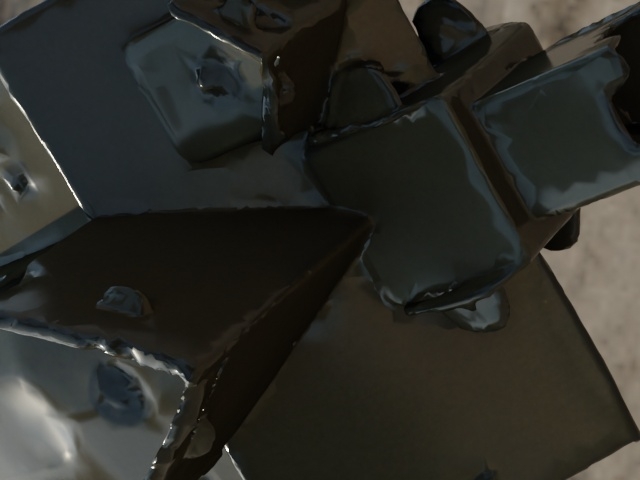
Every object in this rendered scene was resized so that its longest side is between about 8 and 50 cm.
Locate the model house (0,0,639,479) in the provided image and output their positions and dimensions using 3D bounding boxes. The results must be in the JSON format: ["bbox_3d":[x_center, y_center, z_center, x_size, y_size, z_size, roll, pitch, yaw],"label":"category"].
[{"bbox_3d":[0.000,0.000,0.603,0.243,0.211,0.204,-22,13,40],"label":"model house"}]
